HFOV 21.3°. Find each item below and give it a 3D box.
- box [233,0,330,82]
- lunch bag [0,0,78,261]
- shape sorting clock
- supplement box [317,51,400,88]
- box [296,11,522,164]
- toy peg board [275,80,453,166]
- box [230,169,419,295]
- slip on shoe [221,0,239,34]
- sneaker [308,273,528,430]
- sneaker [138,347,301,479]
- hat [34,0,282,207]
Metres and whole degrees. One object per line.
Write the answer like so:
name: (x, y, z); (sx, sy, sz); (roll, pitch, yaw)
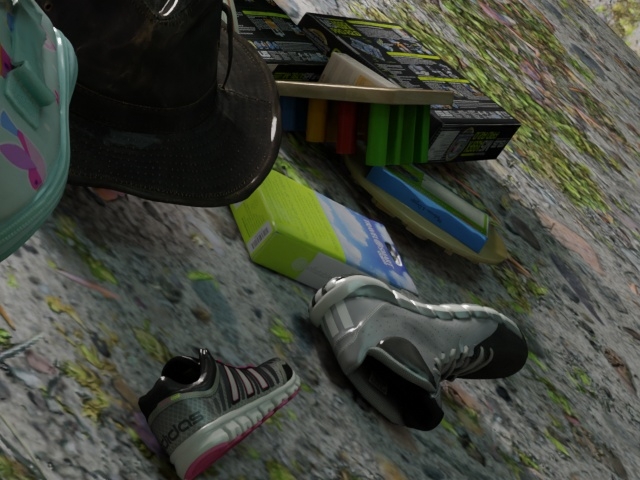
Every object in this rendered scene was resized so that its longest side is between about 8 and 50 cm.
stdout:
box: (-0.095, -0.240, 1.848); (0.184, 0.045, 0.191); (45, 22, 15)
lunch bag: (-0.242, -0.051, 0.952); (0.108, 0.224, 0.279); (59, 9, -30)
shape sorting clock: (0.111, -0.037, 1.813); (0.206, 0.040, 0.206); (32, 13, -8)
supplement box: (0.044, -0.157, 1.874); (0.098, 0.062, 0.036); (35, 17, 20)
box: (0.101, -0.180, 2.018); (0.216, 0.060, 0.270); (40, 19, 17)
toy peg board: (0.033, -0.122, 1.766); (0.161, 0.079, 0.161); (6, 6, 25)
box: (0.000, 0.000, 1.544); (0.178, 0.042, 0.109); (25, 27, -37)
slip on shoe: (-0.134, -0.231, 1.649); (0.101, 0.123, 0.331); (38, 22, -44)
sneaker: (0.097, 0.116, 1.455); (0.229, 0.086, 0.132); (15, 37, -31)
sneaker: (-0.071, 0.105, 1.184); (0.075, 0.063, 0.170); (50, 26, 4)
hat: (-0.149, -0.179, 1.380); (0.331, 0.134, 0.331); (19, 37, -15)
